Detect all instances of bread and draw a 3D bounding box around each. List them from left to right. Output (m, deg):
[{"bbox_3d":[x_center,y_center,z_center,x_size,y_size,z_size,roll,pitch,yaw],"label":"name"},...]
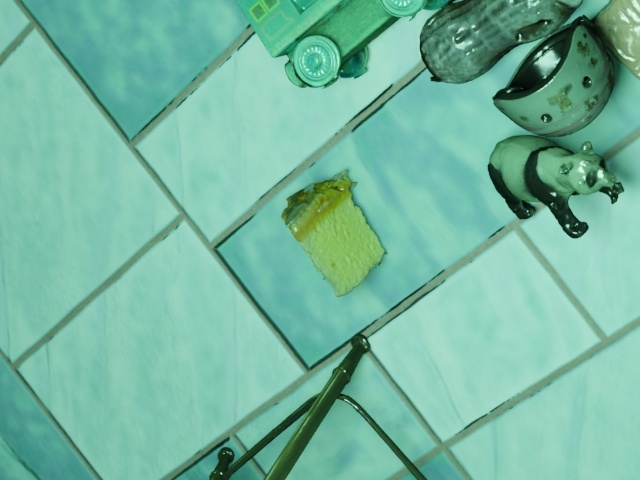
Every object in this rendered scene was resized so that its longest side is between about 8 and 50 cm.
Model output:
[{"bbox_3d":[0.000,0.000,1.844,0.127,0.152,0.147,-23,105,32],"label":"bread"}]

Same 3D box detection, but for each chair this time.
[{"bbox_3d":[-0.019,0.432,1.847,0.365,0.410,0.362,50,121,3],"label":"chair"}]

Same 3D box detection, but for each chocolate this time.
[{"bbox_3d":[0.225,-0.281,1.658,0.248,0.110,0.110,-27,95,30],"label":"chocolate"}]

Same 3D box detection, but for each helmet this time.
[{"bbox_3d":[0.299,-0.190,1.618,0.107,0.177,0.153,44,110,-5],"label":"helmet"}]

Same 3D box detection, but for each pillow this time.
[{"bbox_3d":[0.445,-0.226,1.607,0.232,0.043,0.126,42,125,4],"label":"pillow"}]

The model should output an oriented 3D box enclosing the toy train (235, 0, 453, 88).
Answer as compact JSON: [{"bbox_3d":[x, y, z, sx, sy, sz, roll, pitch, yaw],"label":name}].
[{"bbox_3d":[0.038,-0.333,1.724,0.298,0.120,0.194,-35,85,31],"label":"toy train"}]

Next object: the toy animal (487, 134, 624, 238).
[{"bbox_3d":[0.294,-0.079,1.657,0.094,0.225,0.121,-45,111,-7],"label":"toy animal"}]
